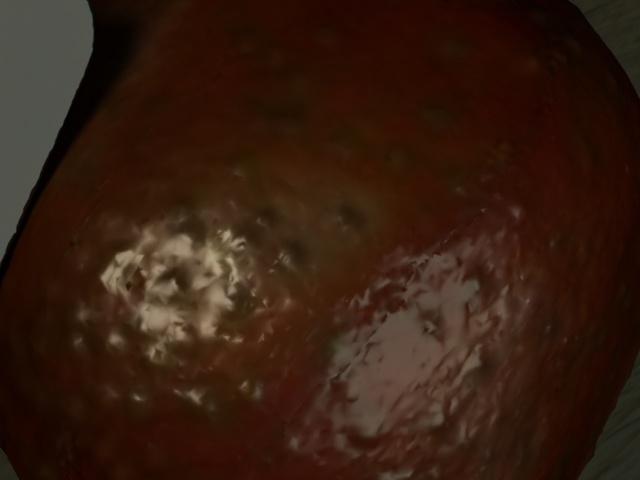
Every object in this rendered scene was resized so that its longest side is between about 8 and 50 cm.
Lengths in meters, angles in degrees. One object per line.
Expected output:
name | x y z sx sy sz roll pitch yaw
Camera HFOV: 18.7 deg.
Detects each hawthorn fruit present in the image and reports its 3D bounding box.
hawthorn fruit | 0.000 0.000 0.724 0.300 0.275 0.275 -47 144 -19

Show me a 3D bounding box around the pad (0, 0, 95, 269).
pad | -0.205 -0.041 0.538 0.267 0.004 0.181 21 98 -29
